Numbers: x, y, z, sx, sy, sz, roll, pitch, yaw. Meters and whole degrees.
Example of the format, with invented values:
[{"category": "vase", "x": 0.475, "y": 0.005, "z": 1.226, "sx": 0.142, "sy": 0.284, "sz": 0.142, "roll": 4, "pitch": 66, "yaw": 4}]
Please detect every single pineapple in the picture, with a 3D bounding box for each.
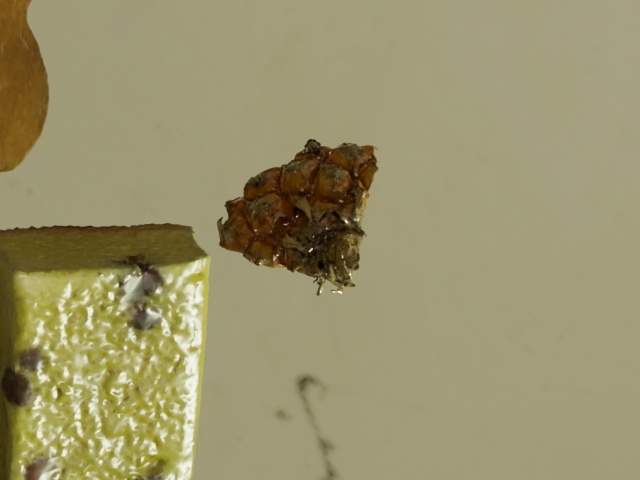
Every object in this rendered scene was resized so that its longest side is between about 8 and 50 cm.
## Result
[{"category": "pineapple", "x": 0.000, "y": 0.000, "z": 0.971, "sx": 0.114, "sy": 0.077, "sz": 0.114, "roll": -23, "pitch": -146, "yaw": -3}]

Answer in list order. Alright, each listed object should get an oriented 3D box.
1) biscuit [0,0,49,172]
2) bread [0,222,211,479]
[{"category": "biscuit", "x": -0.225, "y": -0.138, "z": 0.852, "sx": 0.064, "sy": 0.283, "sz": 0.432, "roll": 9, "pitch": -103, "yaw": 20}, {"category": "bread", "x": -0.157, "y": 0.169, "z": 1.090, "sx": 0.138, "sy": 0.361, "sz": 0.077, "roll": -3, "pitch": -158, "yaw": -23}]
